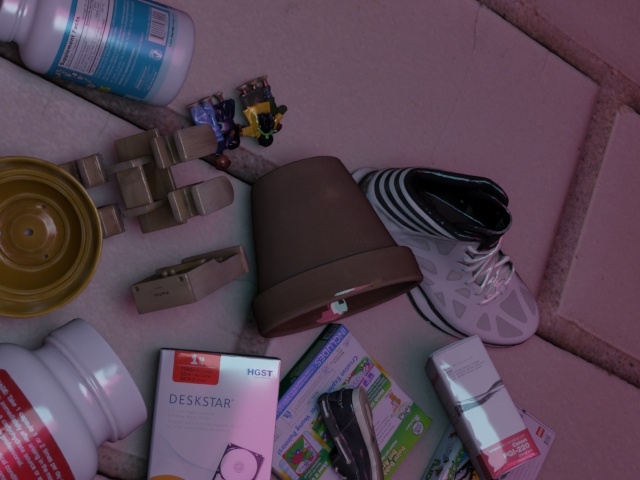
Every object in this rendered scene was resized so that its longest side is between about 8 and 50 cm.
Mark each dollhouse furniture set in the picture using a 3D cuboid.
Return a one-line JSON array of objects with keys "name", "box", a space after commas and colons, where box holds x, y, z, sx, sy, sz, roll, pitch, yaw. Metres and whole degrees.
[{"name": "dollhouse furniture set", "box": [-0.215, -0.039, 1.420, 0.161, 0.212, 0.242, -31, 107, -63]}]

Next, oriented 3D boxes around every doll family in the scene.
[{"name": "doll family", "box": [-0.126, -0.180, 1.537, 0.193, 0.076, 0.111, -24, 104, -21]}]

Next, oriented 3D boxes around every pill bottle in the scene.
[{"name": "pill bottle", "box": [-0.438, 0.278, 1.264, 0.408, 0.229, 0.229, -34, 104, -26]}, {"name": "pill bottle", "box": [-0.321, -0.289, 1.391, 0.264, 0.146, 0.146, 15, 82, -27]}]

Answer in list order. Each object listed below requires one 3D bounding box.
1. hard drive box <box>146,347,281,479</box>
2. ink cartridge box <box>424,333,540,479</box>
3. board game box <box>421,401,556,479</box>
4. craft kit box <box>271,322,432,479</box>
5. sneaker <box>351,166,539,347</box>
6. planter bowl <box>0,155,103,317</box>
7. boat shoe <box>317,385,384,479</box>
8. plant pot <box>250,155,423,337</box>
[{"name": "hard drive box", "box": [-0.159, 0.281, 1.463, 0.181, 0.089, 0.232, 5, 85, -6]}, {"name": "ink cartridge box", "box": [0.261, 0.278, 1.630, 0.092, 0.158, 0.218, -26, 75, -5]}, {"name": "board game box", "box": [0.277, 0.426, 1.741, 0.193, 0.053, 0.305, 38, 72, -23]}, {"name": "craft kit box", "box": [0.027, 0.306, 1.613, 0.246, 0.061, 0.250, 48, 69, -16]}, {"name": "sneaker", "box": [0.250, 0.040, 1.622, 0.447, 0.257, 0.169, 39, 72, -22]}, {"name": "planter bowl", "box": [-0.404, -0.008, 1.355, 0.217, 0.090, 0.217, -1, 95, -8]}, {"name": "boat shoe", "box": [0.055, 0.342, 1.568, 0.079, 0.084, 0.233, -12, 104, 10]}, {"name": "plant pot", "box": [0.000, 0.000, 1.517, 0.263, 0.263, 0.229, -13, 78, -28]}]
